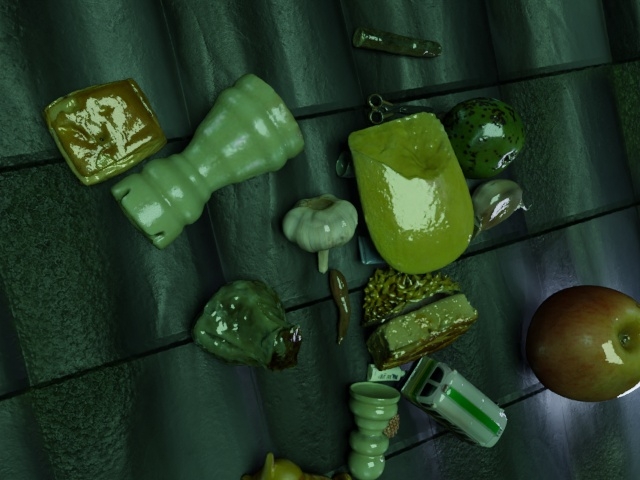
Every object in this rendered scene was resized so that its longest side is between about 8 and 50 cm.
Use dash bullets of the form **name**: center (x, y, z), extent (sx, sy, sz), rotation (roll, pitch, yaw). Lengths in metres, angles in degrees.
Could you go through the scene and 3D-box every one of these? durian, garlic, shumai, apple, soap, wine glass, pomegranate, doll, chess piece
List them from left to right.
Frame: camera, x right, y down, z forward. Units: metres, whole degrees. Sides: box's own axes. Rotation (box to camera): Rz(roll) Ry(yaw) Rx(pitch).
- **chess piece**: center (-0.270, -0.178, 1.462), extent (0.442, 0.234, 0.234), rotation (-42, 105, -15)
- **shumai**: center (-0.174, 0.211, 1.497), extent (0.261, 0.222, 0.224), rotation (10, 89, -19)
- **doll**: center (-0.055, 0.663, 1.579), extent (0.270, 0.162, 0.166), rotation (30, 107, -26)
- **garlic**: center (0.000, 0.000, 1.610), extent (0.199, 0.199, 0.225), rotation (-16, 122, -22)
- **wine glass**: center (0.127, -0.200, 1.703), extent (0.155, 0.073, 0.073), rotation (9, 87, -24)
- **chess piece**: center (0.135, 0.531, 1.679), extent (0.145, 0.144, 0.251), rotation (4, 95, -23)
- **soap**: center (0.252, -0.121, 1.644), extent (0.306, 0.115, 0.426), rotation (-21, 96, -15)
- **durian**: center (0.274, 0.147, 1.706), extent (0.305, 0.196, 0.185), rotation (-6, 86, -21)
- **pomegranate**: center (0.446, -0.297, 1.757), extent (0.254, 0.271, 0.254), rotation (-26, 134, -31)
- **garlic**: center (0.561, -0.126, 1.883), extent (0.267, 0.148, 0.128), rotation (-18, 61, -18)
- **apple**: center (0.830, 0.317, 1.867), extent (0.364, 0.364, 0.363), rotation (0, 90, -23)

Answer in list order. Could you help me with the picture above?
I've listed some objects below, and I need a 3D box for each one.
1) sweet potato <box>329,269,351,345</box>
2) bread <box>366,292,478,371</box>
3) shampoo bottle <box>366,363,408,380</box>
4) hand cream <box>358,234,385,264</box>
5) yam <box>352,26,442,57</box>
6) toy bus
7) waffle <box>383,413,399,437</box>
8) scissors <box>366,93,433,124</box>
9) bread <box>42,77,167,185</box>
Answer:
- **sweet potato**: center (0.057, 0.183, 1.688), extent (0.050, 0.050, 0.214), rotation (-10, 97, -23)
- **bread**: center (0.279, 0.255, 1.689), extent (0.275, 0.184, 0.114), rotation (-20, 70, -18)
- **shampoo bottle**: center (0.199, 0.380, 1.754), extent (0.141, 0.034, 0.048), rotation (7, 82, -25)
- **hand cream**: center (0.227, 0.030, 1.753), extent (0.256, 0.055, 0.088), rotation (4, 68, -23)
- **yam**: center (0.224, -0.563, 1.755), extent (0.274, 0.061, 0.061), rotation (2, 89, -24)
- **toy bus**: center (0.392, 0.469, 1.753), extent (0.305, 0.179, 0.143), rotation (41, 75, -23)
- **waffle**: center (0.192, 0.526, 1.754), extent (0.075, 0.029, 0.083), rotation (16, 86, -22)
- **scissors**: center (0.235, -0.381, 1.780), extent (0.220, 0.017, 0.087), rotation (-4, 91, -24)
- **bread**: center (-0.495, -0.260, 1.420), extent (0.235, 0.099, 0.210), rotation (-31, 101, -20)
